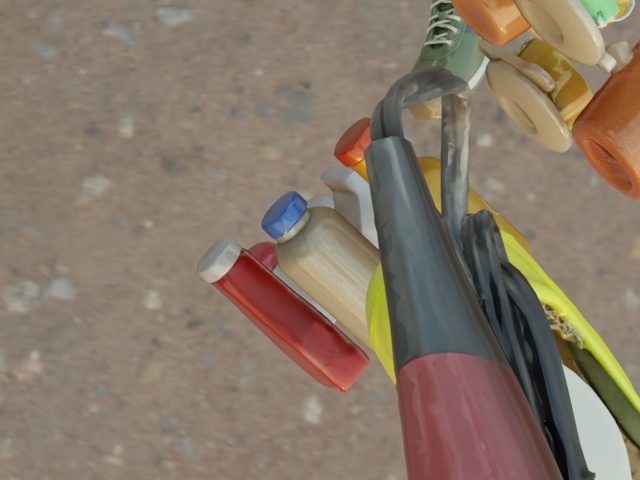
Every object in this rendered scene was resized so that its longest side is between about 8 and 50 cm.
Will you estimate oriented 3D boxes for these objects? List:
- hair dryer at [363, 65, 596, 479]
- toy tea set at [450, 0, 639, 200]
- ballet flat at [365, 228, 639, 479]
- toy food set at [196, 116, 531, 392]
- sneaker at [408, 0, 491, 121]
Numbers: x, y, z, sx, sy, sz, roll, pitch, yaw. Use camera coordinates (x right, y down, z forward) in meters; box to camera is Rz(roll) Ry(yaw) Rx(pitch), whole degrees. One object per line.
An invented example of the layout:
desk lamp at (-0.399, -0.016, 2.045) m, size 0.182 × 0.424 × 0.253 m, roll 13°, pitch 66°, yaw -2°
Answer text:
hair dryer at (0.040, 0.115, 0.395) m, size 0.223 × 0.080 × 0.293 m, roll 51°, pitch 25°, yaw -20°
toy tea set at (0.177, -0.172, 1.321) m, size 0.124 × 0.200 × 0.336 m, roll -42°, pitch 138°, yaw -9°
ballet flat at (0.092, 0.092, 0.623) m, size 0.077 × 0.077 × 0.231 m, roll -38°, pitch 108°, yaw -8°
toy food set at (0.000, 0.000, 1.002) m, size 0.104 × 0.232 × 0.111 m, roll 42°, pitch 81°, yaw -18°
sneaker at (0.108, -0.189, 1.576) m, size 0.192 × 0.064 × 0.086 m, roll -55°, pitch 130°, yaw -31°
